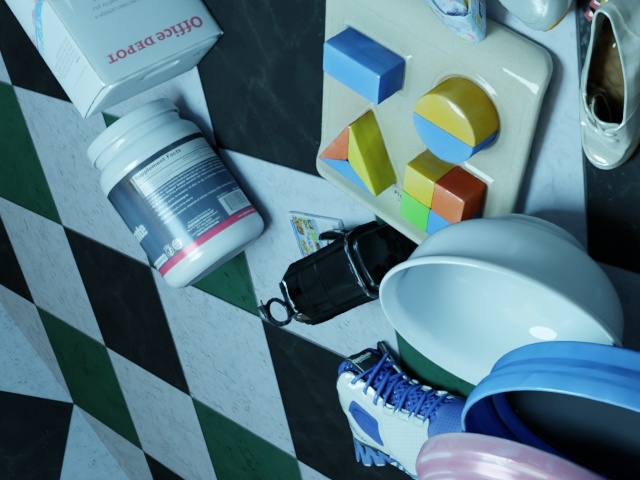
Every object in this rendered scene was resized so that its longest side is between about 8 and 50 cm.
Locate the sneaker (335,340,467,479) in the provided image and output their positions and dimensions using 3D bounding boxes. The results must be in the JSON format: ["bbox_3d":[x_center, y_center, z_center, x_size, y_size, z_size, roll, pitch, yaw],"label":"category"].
[{"bbox_3d":[0.115,0.253,1.516,0.315,0.127,0.182,-14,109,57],"label":"sneaker"}]

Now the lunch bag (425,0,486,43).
[{"bbox_3d":[0.148,-0.258,1.073,0.083,0.053,0.071,58,-167,25],"label":"lunch bag"}]

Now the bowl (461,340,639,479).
[{"bbox_3d":[0.355,0.243,1.122,0.391,0.077,0.391,22,153,12],"label":"bowl"}]

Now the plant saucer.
[{"bbox_3d":[0.265,0.359,1.232,0.332,0.084,0.332,22,152,13],"label":"plant saucer"}]

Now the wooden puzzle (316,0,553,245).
[{"bbox_3d":[0.108,-0.141,1.232,0.322,0.080,0.347,37,142,27],"label":"wooden puzzle"}]

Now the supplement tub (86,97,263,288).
[{"bbox_3d":[-0.239,-0.076,1.629,0.272,0.191,0.191,55,147,2],"label":"supplement tub"}]

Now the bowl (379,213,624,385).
[{"bbox_3d":[0.230,0.063,1.160,0.298,0.134,0.298,22,152,13],"label":"bowl"}]

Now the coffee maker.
[{"bbox_3d":[0.032,0.058,1.402,0.120,0.171,0.178,47,145,-9],"label":"coffee maker"}]

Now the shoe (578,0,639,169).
[{"bbox_3d":[0.290,-0.155,0.998,0.076,0.058,0.219,34,146,33],"label":"shoe"}]

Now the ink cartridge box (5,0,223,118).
[{"bbox_3d":[-0.330,-0.368,1.466,0.306,0.226,0.131,58,147,-1],"label":"ink cartridge box"}]

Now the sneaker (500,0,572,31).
[{"bbox_3d":[0.145,-0.311,1.002,0.262,0.121,0.099,54,147,4],"label":"sneaker"}]

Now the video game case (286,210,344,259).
[{"bbox_3d":[0.000,0.000,1.553,0.122,0.011,0.087,11,127,47],"label":"video game case"}]

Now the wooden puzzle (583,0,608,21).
[{"bbox_3d":[0.295,-0.237,0.978,0.049,0.006,0.083,44,145,18],"label":"wooden puzzle"}]
